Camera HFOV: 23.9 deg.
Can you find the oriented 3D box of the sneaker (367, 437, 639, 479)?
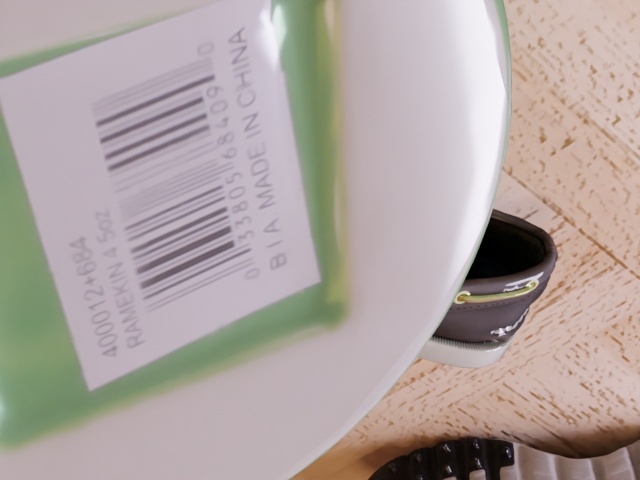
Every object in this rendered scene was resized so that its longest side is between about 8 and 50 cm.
[{"bbox_3d":[0.139,0.167,0.880,0.234,0.078,0.106,-6,135,5],"label":"sneaker"}]

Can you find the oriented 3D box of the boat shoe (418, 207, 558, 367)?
[{"bbox_3d":[0.000,0.000,0.704,0.228,0.081,0.068,11,134,-21],"label":"boat shoe"}]

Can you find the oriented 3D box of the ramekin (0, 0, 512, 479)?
[{"bbox_3d":[-0.083,-0.039,0.503,0.303,0.148,0.303,-17,125,-25],"label":"ramekin"}]
